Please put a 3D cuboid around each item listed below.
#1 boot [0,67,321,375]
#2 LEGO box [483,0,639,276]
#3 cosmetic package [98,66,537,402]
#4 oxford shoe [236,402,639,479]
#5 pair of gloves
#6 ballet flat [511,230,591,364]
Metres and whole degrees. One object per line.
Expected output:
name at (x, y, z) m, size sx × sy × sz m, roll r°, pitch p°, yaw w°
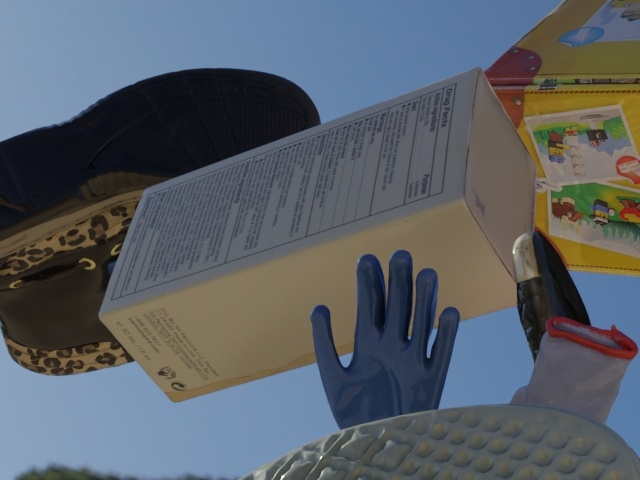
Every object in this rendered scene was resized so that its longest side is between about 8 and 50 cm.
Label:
boot at (-0.179, -0.008, 1.464) m, size 0.377 × 0.138 × 0.284 m, roll -22°, pitch -32°, yaw -11°
LEGO box at (0.442, -0.132, 1.255) m, size 0.500 × 0.372 × 0.193 m, roll 4°, pitch -56°, yaw 39°
cosmetic package at (0.000, 0.000, 1.122) m, size 0.310 × 0.160 × 0.113 m, roll -16°, pitch -53°, yaw 26°
oxford shoe at (-0.041, 0.214, 0.673) m, size 0.449 × 0.169 × 0.130 m, roll -32°, pitch -65°, yaw 17°
pair of gloves at (0.074, 0.094, 0.760) m, size 0.198 × 0.023 × 0.159 m, roll 21°, pitch -67°, yaw 30°
ballet flat at (0.124, 0.081, 0.793) m, size 0.049 × 0.173 × 0.057 m, roll -10°, pitch 4°, yaw 31°
